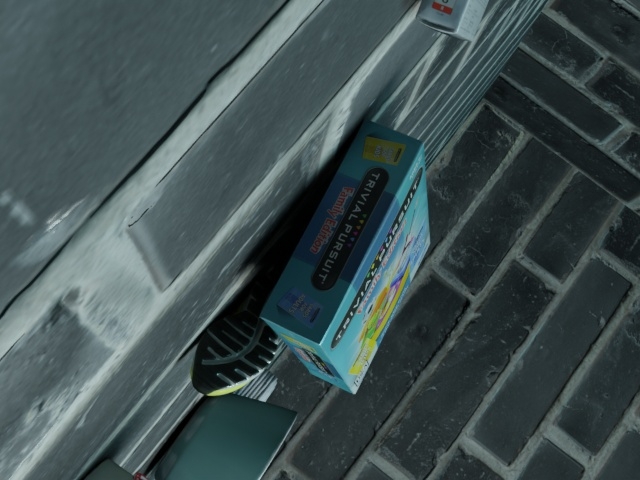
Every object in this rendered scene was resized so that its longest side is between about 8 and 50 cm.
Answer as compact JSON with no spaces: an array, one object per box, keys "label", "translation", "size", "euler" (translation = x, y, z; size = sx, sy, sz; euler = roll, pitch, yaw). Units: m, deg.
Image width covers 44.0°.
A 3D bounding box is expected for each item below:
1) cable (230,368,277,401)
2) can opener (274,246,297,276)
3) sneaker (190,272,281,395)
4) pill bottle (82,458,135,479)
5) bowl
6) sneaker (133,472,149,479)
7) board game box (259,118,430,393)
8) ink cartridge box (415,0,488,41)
[{"label":"cable","translation":[-0.200,0.394,1.809],"size":[0.257,0.089,0.257],"euler":[-53,175,10]},{"label":"can opener","translation":[0.000,0.000,1.129],"size":[0.283,0.076,0.095],"euler":[-49,142,-29]},{"label":"sneaker","translation":[-0.097,0.130,0.973],"size":[0.094,0.081,0.208],"euler":[-53,176,38]},{"label":"pill bottle","translation":[-0.164,0.388,0.884],"size":[0.169,0.301,0.169],"euler":[-52,175,-6]},{"label":"bowl","translation":[-0.194,0.410,1.484],"size":[0.312,0.163,0.311],"euler":[-57,177,-4]},{"label":"sneaker","translation":[-0.311,0.412,1.275],"size":[0.042,0.067,0.118],"euler":[-51,145,13]},{"label":"board game box","translation":[0.050,0.041,1.000],"size":[0.254,0.079,0.336],"euler":[-62,164,-13]},{"label":"ink cartridge box","translation":[0.140,-0.267,0.687],"size":[0.145,0.045,0.179],"euler":[-36,144,-71]}]
